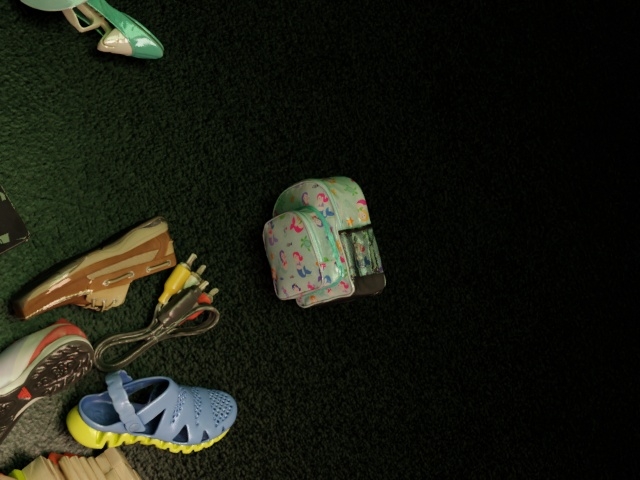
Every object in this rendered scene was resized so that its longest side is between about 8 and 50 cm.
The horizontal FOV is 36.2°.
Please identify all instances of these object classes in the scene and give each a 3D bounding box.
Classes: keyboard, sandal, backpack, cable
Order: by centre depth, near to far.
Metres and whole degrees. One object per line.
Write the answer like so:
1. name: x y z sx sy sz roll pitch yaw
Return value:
1. keyboard: -0.602 -0.057 1.732 0.108 0.023 0.180 -35 100 -36
2. sandal: -0.290 0.304 1.783 0.317 0.138 0.126 4 38 -33
3. cable: -0.308 0.161 1.875 0.287 0.072 0.139 -40 121 -17
4. backpack: 0.000 0.000 1.970 0.191 0.225 0.254 -3 81 -36

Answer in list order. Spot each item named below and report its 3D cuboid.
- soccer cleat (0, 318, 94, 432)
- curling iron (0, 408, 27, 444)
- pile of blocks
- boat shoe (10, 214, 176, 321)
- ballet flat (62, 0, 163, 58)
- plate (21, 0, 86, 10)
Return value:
1. soccer cleat: -0.547 0.246 1.689 0.318 0.116 0.109 -31 128 -14
2. curling iron: -0.577 0.381 1.678 0.068 0.035 0.274 48 58 -36
3. pile of blocks: -0.473 0.434 1.696 0.362 0.113 0.149 6 124 -47
4. boat shoe: -0.395 0.069 1.782 0.324 0.122 0.120 -31 102 -30
5. ballet flat: -0.416 -0.410 1.862 0.247 0.083 0.087 40 64 -13
6. plate: -0.488 -0.508 1.808 0.188 0.024 0.188 0 69 -1
